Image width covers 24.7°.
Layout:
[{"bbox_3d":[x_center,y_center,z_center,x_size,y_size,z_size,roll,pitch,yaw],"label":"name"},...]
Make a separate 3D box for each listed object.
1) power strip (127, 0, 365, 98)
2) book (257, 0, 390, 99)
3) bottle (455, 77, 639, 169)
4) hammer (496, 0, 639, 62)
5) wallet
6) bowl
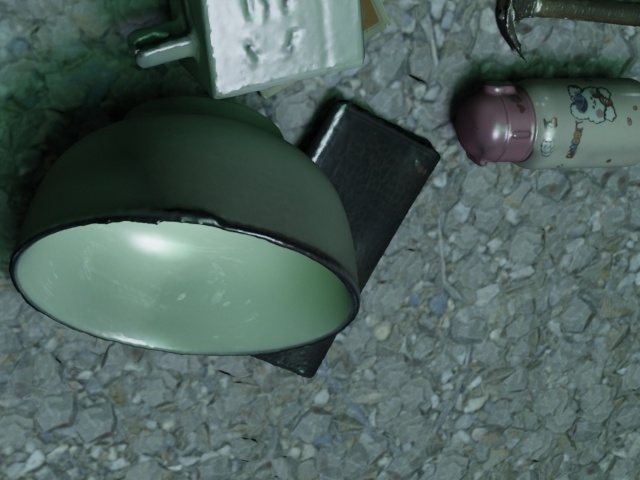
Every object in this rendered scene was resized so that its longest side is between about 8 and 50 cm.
[{"bbox_3d":[-0.085,-0.231,1.450,0.224,0.139,0.140,-15,121,-17],"label":"power strip"},{"bbox_3d":[-0.038,-0.287,1.539,0.170,0.018,0.241,-32,124,-7],"label":"book"},{"bbox_3d":[0.270,-0.137,1.708,0.233,0.110,0.110,-2,116,-24],"label":"bottle"},{"bbox_3d":[0.339,-0.269,1.725,0.297,0.027,0.125,-2,115,-26],"label":"hammer"},{"bbox_3d":[0.000,0.000,1.692,0.170,0.044,0.321,24,100,-34],"label":"wallet"},{"bbox_3d":[-0.129,-0.027,1.488,0.354,0.354,0.185,20,62,-32],"label":"bowl"}]
